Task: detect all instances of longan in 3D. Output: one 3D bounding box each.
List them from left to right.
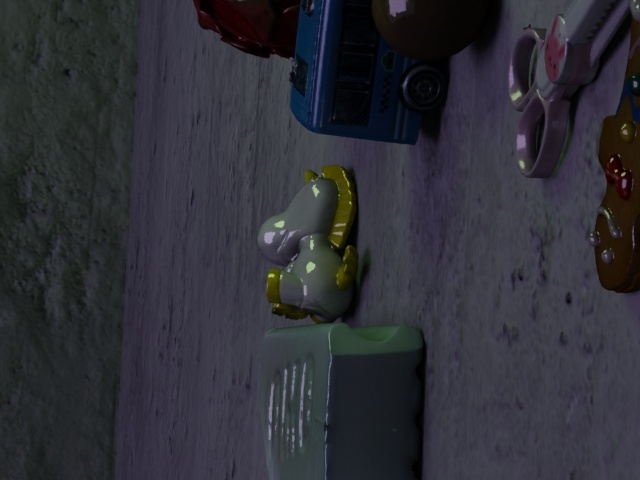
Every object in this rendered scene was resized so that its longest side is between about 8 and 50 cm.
[{"bbox_3d":[0.100,-0.208,1.602,0.119,0.106,0.106,-39,30,10],"label":"longan"}]

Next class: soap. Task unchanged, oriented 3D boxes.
[{"bbox_3d":[0.013,0.168,1.835,0.289,0.095,0.173,167,106,-75],"label":"soap"}]

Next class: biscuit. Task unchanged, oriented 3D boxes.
[{"bbox_3d":[0.212,-0.058,1.253,0.138,0.031,0.205,-114,29,-60],"label":"biscuit"}]

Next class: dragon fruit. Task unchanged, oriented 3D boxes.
[{"bbox_3d":[-0.015,-0.303,1.910,0.293,0.233,0.234,-18,66,41],"label":"dragon fruit"}]

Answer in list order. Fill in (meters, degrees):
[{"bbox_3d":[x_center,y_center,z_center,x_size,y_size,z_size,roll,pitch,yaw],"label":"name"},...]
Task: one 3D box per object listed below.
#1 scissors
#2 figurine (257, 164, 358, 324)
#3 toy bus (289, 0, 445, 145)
[{"bbox_3d":[0.183,-0.137,1.374,0.242,0.030,0.118,121,148,-65],"label":"scissors"},{"bbox_3d":[-0.005,0.002,1.989,0.129,0.109,0.178,-40,42,34],"label":"figurine"},{"bbox_3d":[0.047,-0.218,1.715,0.113,0.134,0.246,-126,40,-68],"label":"toy bus"}]
